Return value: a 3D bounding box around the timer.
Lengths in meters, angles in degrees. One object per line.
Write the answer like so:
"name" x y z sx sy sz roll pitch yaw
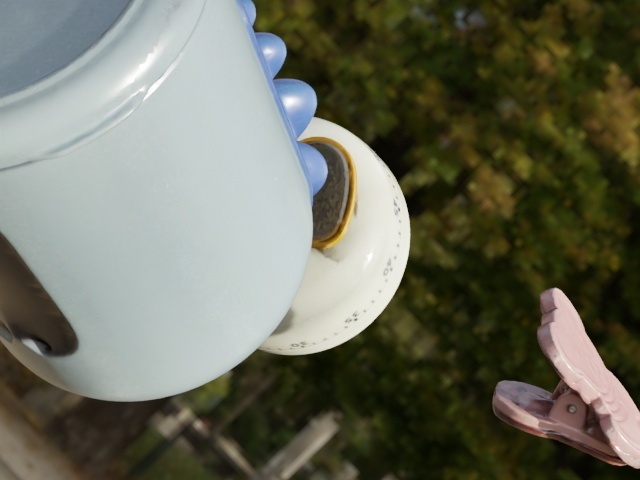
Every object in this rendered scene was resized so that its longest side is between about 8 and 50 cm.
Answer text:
"timer" -0.025 -0.004 1.790 0.233 0.233 0.240 44 4 22

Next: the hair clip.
"hair clip" 0.220 0.118 1.502 0.138 0.102 0.123 24 21 6

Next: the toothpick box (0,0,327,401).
"toothpick box" -0.125 -0.053 1.147 0.263 0.263 0.355 42 -15 35
